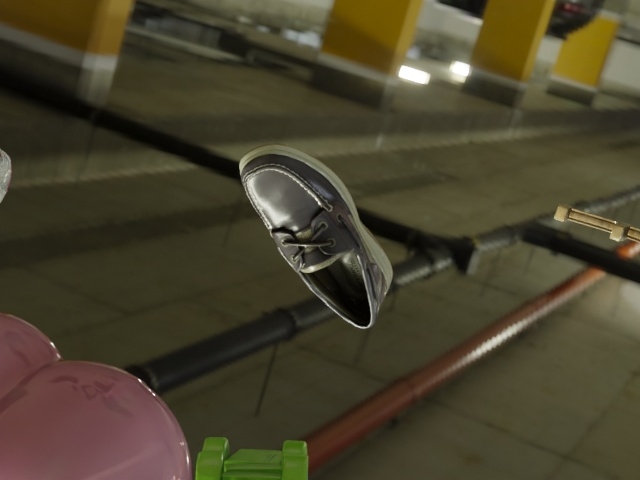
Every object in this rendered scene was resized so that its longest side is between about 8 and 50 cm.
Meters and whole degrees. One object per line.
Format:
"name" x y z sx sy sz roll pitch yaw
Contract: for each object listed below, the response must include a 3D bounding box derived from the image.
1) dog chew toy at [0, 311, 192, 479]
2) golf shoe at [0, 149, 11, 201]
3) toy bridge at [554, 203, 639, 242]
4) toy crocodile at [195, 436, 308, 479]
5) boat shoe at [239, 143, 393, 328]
"dog chew toy" -0.268 0.153 1.001 0.332 0.206 0.206 32 -164 13
"golf shoe" -0.441 -0.089 1.525 0.115 0.140 0.306 39 153 -2
"toy bridge" 0.439 -0.014 1.817 0.188 0.026 0.063 20 -170 21
"toy crocodile" -0.071 0.267 1.303 0.115 0.105 0.340 2 177 -1
"boat shoe" 0.000 0.000 1.502 0.285 0.103 0.092 52 -153 -38
